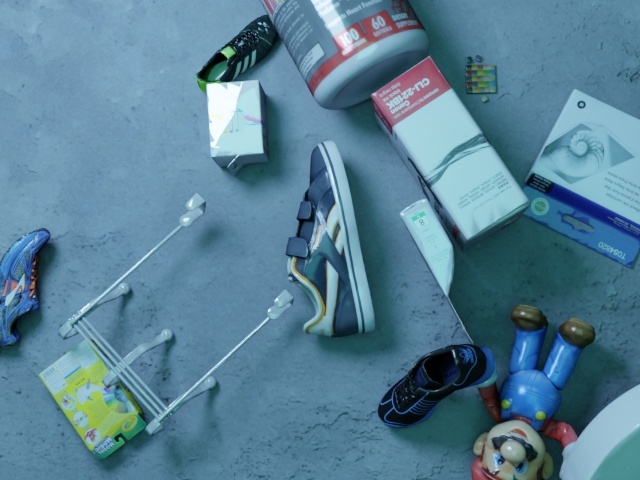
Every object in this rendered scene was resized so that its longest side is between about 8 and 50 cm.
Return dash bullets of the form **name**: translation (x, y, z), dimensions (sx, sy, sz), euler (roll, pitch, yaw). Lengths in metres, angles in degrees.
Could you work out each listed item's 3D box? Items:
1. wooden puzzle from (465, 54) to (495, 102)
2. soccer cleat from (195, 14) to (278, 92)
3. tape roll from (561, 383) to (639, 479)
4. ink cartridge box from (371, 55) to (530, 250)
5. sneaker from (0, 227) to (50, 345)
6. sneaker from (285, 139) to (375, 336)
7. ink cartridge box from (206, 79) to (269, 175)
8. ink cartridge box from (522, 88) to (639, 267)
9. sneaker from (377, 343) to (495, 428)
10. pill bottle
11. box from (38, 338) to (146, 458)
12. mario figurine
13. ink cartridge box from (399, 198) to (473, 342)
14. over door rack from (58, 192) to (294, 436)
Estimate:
- **wooden puzzle**: translation (0.272, -0.275, 1.607), dimensions (0.049, 0.006, 0.083), euler (-1, 83, 5)
- **soccer cleat**: translation (-0.139, -0.320, 1.612), dimensions (0.179, 0.072, 0.060), euler (-44, 82, -1)
- **tape roll**: translation (0.546, 0.354, 1.374), dimensions (0.392, 0.072, 0.392), euler (-3, 118, -6)
- **ink cartridge box**: translation (0.203, -0.128, 1.500), dimensions (0.114, 0.197, 0.273), euler (-34, 82, 2)
- **sneaker**: translation (-0.509, 0.081, 1.604), dimensions (0.087, 0.083, 0.221), euler (27, 92, -6)
- **sneaker**: translation (0.000, 0.000, 1.539), dimensions (0.127, 0.126, 0.321), euler (-10, 84, -2)
- **ink cartridge box**: translation (-0.137, -0.186, 1.588), dimensions (0.090, 0.092, 0.143), euler (-5, 85, 3)
- **ink cartridge box**: translation (0.463, -0.103, 1.552), dimensions (0.223, 0.045, 0.224), euler (26, 87, 7)
- **sneaker**: translation (0.158, 0.223, 1.470), dimensions (0.232, 0.090, 0.081), euler (-40, 54, 33)
- **pill bottle**: translation (0.006, -0.415, 1.542), dimensions (0.210, 0.210, 0.363), euler (-29, 82, 1)
- **box**: translation (-0.376, 0.266, 1.582), dimensions (0.105, 0.043, 0.179), euler (-36, 80, 0)
- **mario figurine**: translation (0.321, 0.263, 1.452), dimensions (0.170, 0.198, 0.320), euler (25, 77, -33)
- **ink cartridge box**: translation (0.202, 0.050, 1.489), dimensions (0.056, 0.181, 0.225), euler (-31, 82, 4)
- **over door rack**: translation (-0.230, 0.124, 1.552), dimensions (0.324, 0.108, 0.239), euler (-44, 83, -1)
